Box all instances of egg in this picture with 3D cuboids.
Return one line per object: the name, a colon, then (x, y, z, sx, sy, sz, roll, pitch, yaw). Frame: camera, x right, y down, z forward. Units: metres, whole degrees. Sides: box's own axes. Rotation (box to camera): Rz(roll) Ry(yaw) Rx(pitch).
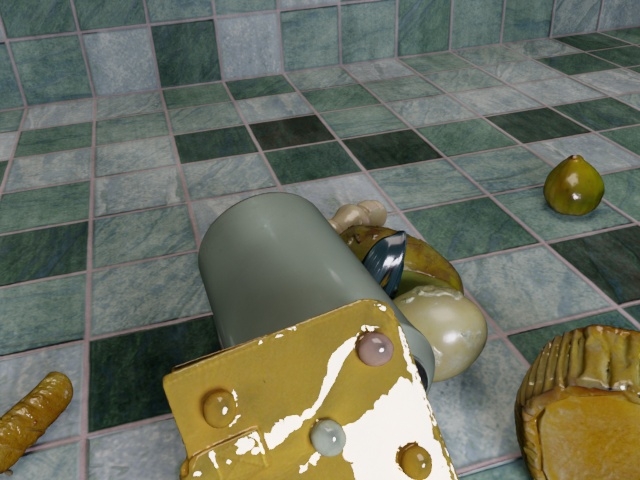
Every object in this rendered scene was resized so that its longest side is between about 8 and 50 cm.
egg: (0.182, 0.159, 1.066, 0.201, 0.164, 0.164, -21, 17, 38)

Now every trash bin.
trash bin: (-0.021, 0.136, 0.984, 0.280, 0.280, 0.432, -14, 40, -17)

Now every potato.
potato: (0.147, 0.056, 1.261, 0.298, 0.141, 0.176, 19, 45, 32)

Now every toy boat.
toy boat: (0.102, 0.086, 1.148, 0.103, 0.246, 0.093, 13, 27, -20)

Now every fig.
fig: (0.612, -0.126, 1.544, 0.136, 0.121, 0.153, -3, 55, -10)

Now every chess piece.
chess piece: (0.000, 0.000, 1.402, 0.397, 0.117, 0.117, -28, 39, -37)

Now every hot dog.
hot dog: (-0.484, 0.307, 0.969, 0.061, 0.088, 0.286, 15, 39, 18)

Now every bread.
bread: (0.377, 0.239, 0.843, 0.227, 0.253, 0.142, 2, 29, 25)

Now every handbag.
handbag: (0.011, 0.288, 0.693, 0.283, 0.401, 0.133, -18, -5, -11)
